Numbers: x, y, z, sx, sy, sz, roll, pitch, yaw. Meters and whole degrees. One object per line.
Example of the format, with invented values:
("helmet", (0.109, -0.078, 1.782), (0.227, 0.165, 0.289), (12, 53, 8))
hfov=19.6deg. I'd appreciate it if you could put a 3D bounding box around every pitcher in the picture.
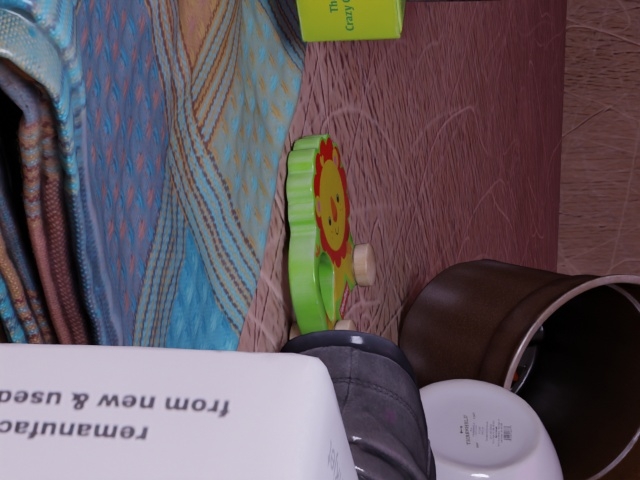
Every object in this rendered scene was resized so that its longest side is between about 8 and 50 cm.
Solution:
("pitcher", (0.077, 0.173, 1.141), (0.178, 0.125, 0.207), (-94, -172, -54))

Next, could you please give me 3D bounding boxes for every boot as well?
("boot", (0.035, 0.220, 0.926), (0.223, 0.118, 0.338), (-87, 176, -47))

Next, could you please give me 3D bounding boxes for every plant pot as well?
("plant pot", (0.146, 0.087, 1.262), (0.165, 0.167, 0.167), (23, -62, 59))

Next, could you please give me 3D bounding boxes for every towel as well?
("towel", (-0.046, -0.088, 0.648), (0.271, 0.040, 0.370), (81, 14, -46))

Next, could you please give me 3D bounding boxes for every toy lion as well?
("toy lion", (0.000, 0.000, 0.932), (0.100, 0.034, 0.096), (-76, 156, -50))

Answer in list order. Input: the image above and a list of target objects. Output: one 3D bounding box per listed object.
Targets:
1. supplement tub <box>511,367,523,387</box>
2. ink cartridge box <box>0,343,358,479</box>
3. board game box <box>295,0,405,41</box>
("supplement tub", (0.158, 0.136, 1.546), (0.117, 0.117, 0.190), (-49, 138, -74))
("ink cartridge box", (-0.058, 0.196, 0.370), (0.211, 0.121, 0.289), (76, 19, -53))
("board game box", (0.007, -0.179, 0.733), (0.092, 0.043, 0.181), (-81, 167, -47))
